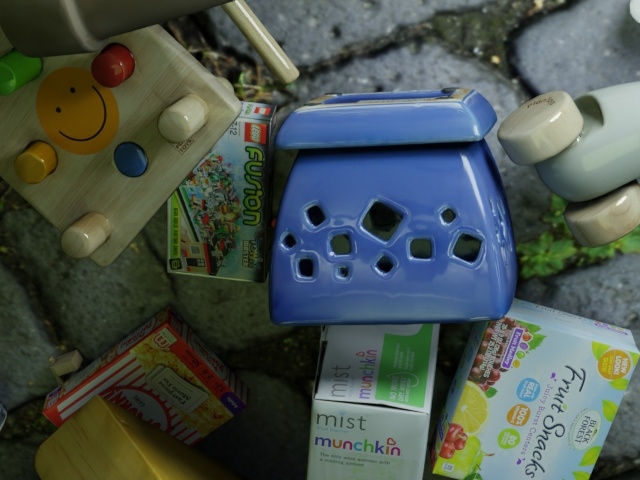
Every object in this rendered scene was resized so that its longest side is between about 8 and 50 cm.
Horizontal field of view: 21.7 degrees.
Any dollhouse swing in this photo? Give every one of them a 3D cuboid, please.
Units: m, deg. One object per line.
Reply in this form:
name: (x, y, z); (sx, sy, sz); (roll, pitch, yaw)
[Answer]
dollhouse swing: (-0.185, 0.402, 1.895); (0.347, 0.315, 0.305); (36, 92, -33)

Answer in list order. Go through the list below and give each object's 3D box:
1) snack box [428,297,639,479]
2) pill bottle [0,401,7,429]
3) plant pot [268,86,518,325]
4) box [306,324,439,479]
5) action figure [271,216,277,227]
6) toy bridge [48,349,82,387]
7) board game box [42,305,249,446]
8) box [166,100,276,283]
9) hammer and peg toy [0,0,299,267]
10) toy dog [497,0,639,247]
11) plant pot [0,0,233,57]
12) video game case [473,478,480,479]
snack box: (0.234, 0.178, 1.846); (0.174, 0.070, 0.207); (16, 112, -7)
pill bottle: (-0.498, 0.168, 1.954); (0.130, 0.130, 0.245); (-37, 108, 26)
plant pot: (0.074, -0.041, 1.668); (0.236, 0.236, 0.212); (-2, 98, 11)
box: (0.055, 0.192, 1.801); (0.126, 0.262, 0.231); (7, 120, 4)
action figure: (0.000, 0.000, 1.828); (0.115, 0.038, 0.030); (20, 144, -5)
toy bridge: (-0.277, 0.214, 2.005); (0.063, 0.026, 0.188); (-21, 115, 20)
board game box: (-0.203, 0.187, 1.947); (0.193, 0.045, 0.147); (-36, 111, 16)
box: (-0.109, -0.055, 1.813); (0.114, 0.036, 0.207); (6, 121, 5)
hammer and peg toy: (-0.206, -0.164, 1.682); (0.266, 0.127, 0.361); (44, 119, -1)
toy dog: (0.334, -0.136, 1.653); (0.333, 0.161, 0.220); (-14, 115, 0)
plant pot: (-0.127, -0.324, 1.434); (0.280, 0.323, 0.323); (-2, 120, 6)
video game case: (0.259, 0.323, 1.901); (0.206, 0.026, 0.227); (12, 162, 2)
